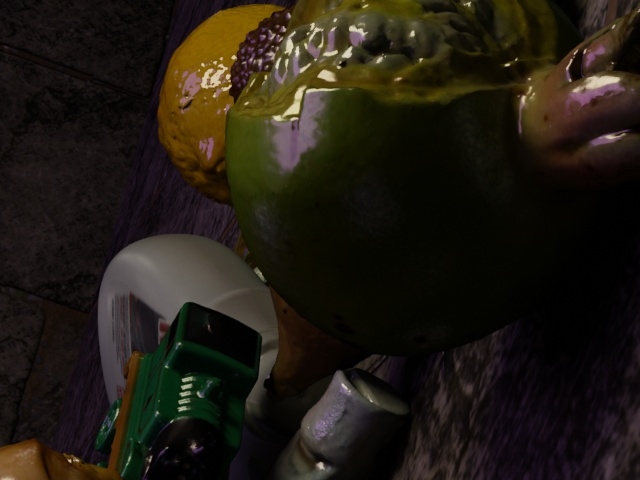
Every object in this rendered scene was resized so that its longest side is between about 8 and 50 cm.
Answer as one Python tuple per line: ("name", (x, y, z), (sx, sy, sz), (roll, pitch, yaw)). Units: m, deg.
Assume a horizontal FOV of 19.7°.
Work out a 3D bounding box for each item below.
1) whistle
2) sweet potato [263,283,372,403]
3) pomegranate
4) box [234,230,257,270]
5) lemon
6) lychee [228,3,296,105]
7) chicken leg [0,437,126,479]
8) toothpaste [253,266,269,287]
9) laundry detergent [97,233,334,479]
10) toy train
("whistle", (-0.048, 0.243, 1.343), (0.346, 0.133, 0.142), (-57, 12, 18))
("sweet potato", (0.051, -0.050, 1.292), (0.158, 0.157, 0.370), (-100, 24, -67))
("pomegranate", (0.089, -0.054, 1.017), (0.302, 0.236, 0.236), (-6, 60, 40))
("box", (-0.057, -0.006, 1.979), (0.193, 0.030, 0.121), (158, 130, -76))
("lemon", (-0.059, -0.130, 1.780), (0.192, 0.192, 0.231), (-62, -3, 35))
("lychee", (-0.003, -0.131, 1.602), (0.171, 0.171, 0.171), (-161, 90, -78))
("chicken leg", (-0.175, 0.335, 1.174), (0.295, 0.182, 0.409), (53, -140, -78))
("toothpaste", (-0.044, 0.051, 1.716), (0.204, 0.031, 0.049), (73, -148, -77))
("laundry detergent", (-0.078, 0.129, 1.557), (0.398, 0.124, 0.264), (-176, 79, -69))
("toy train", (-0.099, 0.135, 1.296), (0.136, 0.091, 0.228), (-60, 12, 25))
